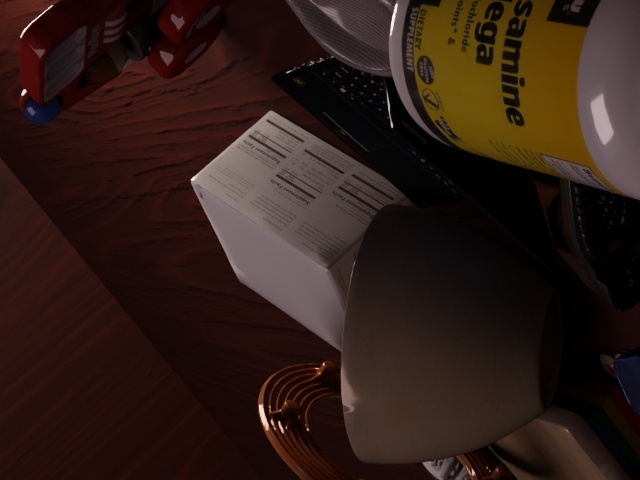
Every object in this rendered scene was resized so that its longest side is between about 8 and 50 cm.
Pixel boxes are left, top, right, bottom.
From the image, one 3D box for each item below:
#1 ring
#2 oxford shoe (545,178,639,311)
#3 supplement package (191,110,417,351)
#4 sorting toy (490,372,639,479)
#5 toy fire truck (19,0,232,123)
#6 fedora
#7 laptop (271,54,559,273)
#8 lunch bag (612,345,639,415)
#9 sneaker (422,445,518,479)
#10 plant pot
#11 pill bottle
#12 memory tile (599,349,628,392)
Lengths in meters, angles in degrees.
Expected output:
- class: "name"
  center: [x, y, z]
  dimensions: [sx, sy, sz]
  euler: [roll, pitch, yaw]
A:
- class: "ring"
  center: [0.086, 0.238, 1.940]
  dimensions: [0.336, 0.032, 0.336]
  euler: [24, -158, -10]
- class: "oxford shoe"
  center: [0.242, -0.026, 1.557]
  dimensions: [0.096, 0.083, 0.227]
  euler: [38, 160, 37]
- class: "supplement package"
  center: [0.000, 0.000, 2.073]
  dimensions: [0.262, 0.145, 0.204]
  euler: [34, 157, 39]
- class: "sorting toy"
  center: [0.304, 0.246, 1.952]
  dimensions: [0.257, 0.089, 0.255]
  euler: [50, 163, -23]
- class: "toy fire truck"
  center: [-0.251, -0.249, 1.955]
  dimensions: [0.169, 0.254, 0.302]
  euler: [47, 162, 3]
- class: "fedora"
  center: [0.040, -0.243, 1.499]
  dimensions: [0.275, 0.124, 0.244]
  euler: [41, 160, 22]
- class: "laptop"
  center: [0.087, -0.069, 1.636]
  dimensions: [0.234, 0.136, 0.264]
  euler: [40, 151, -27]
- class: "lunch bag"
  center: [0.345, 0.131, 1.675]
  dimensions: [0.067, 0.065, 0.098]
  euler: [65, 162, -3]
- class: "sneaker"
  center: [0.253, 0.358, 2.243]
  dimensions: [0.366, 0.137, 0.210]
  euler: [39, 158, 16]
- class: "plant pot"
  center: [0.156, 0.108, 1.812]
  dimensions: [0.191, 0.284, 0.284]
  euler: [4, 145, 18]
- class: "pill bottle"
  center: [0.214, -0.131, 1.225]
  dimensions: [0.334, 0.188, 0.188]
  euler: [21, 148, 54]
- class: "memory tile"
  center: [0.364, 0.175, 1.806]
  dimensions: [0.148, 0.012, 0.113]
  euler: [51, 162, -8]
